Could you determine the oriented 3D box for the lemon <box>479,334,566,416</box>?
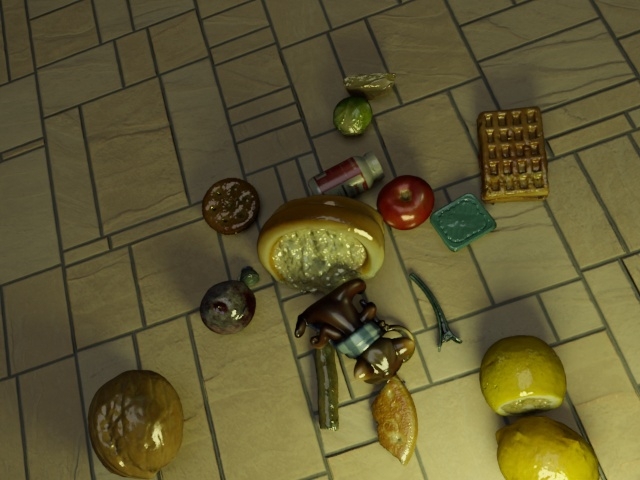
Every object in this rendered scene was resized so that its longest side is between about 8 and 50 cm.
[{"bbox_3d":[0.579,0.380,1.697,0.241,0.240,0.219,-7,55,8],"label":"lemon"}]

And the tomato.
[{"bbox_3d":[0.286,-0.125,1.973,0.195,0.136,0.195,-4,67,10],"label":"tomato"}]

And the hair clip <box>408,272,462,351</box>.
[{"bbox_3d":[0.364,0.221,1.896,0.083,0.048,0.275,-23,64,4],"label":"hair clip"}]

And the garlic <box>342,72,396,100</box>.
[{"bbox_3d":[0.183,-0.570,2.167,0.196,0.101,0.086,-3,76,7],"label":"garlic"}]

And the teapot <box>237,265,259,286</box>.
[{"bbox_3d":[-0.256,0.128,2.033,0.088,0.066,0.057,-41,47,19],"label":"teapot"}]

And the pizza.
[{"bbox_3d":[0.230,0.545,1.784,0.134,0.056,0.271,-24,62,18],"label":"pizza"}]

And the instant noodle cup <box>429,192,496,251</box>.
[{"bbox_3d":[0.472,-0.055,1.952,0.179,0.070,0.157,-31,67,0],"label":"instant noodle cup"}]

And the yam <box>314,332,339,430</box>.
[{"bbox_3d":[0.020,0.442,1.863,0.071,0.067,0.317,10,67,-30],"label":"yam"}]

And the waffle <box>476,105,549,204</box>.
[{"bbox_3d":[0.649,-0.288,1.987,0.224,0.098,0.327,-3,70,12],"label":"waffle"}]

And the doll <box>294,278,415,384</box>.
[{"bbox_3d":[0.115,0.294,1.813,0.318,0.209,0.340,-34,64,-25],"label":"doll"}]

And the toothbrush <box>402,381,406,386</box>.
[{"bbox_3d":[0.256,0.537,1.815,0.019,0.013,0.193,-2,70,17],"label":"toothbrush"}]

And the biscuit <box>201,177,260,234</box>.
[{"bbox_3d":[-0.324,-0.124,2.127,0.221,0.066,0.220,-2,74,8],"label":"biscuit"}]

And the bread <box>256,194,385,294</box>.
[{"bbox_3d":[0.008,0.010,1.942,0.424,0.245,0.328,-6,112,17],"label":"bread"}]

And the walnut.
[{"bbox_3d":[-0.570,0.572,1.816,0.333,0.333,0.332,-3,71,9],"label":"walnut"}]

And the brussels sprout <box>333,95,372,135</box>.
[{"bbox_3d":[0.120,-0.453,2.132,0.155,0.117,0.155,-3,84,27],"label":"brussels sprout"}]

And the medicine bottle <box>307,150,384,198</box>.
[{"bbox_3d":[0.089,-0.209,2.043,0.250,0.131,0.131,-27,68,1],"label":"medicine bottle"}]

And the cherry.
[{"bbox_3d":[-0.311,0.222,1.939,0.195,0.195,0.195,-3,71,9],"label":"cherry"}]

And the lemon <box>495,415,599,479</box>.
[{"bbox_3d":[0.618,0.605,1.611,0.288,0.233,0.233,24,77,24],"label":"lemon"}]
